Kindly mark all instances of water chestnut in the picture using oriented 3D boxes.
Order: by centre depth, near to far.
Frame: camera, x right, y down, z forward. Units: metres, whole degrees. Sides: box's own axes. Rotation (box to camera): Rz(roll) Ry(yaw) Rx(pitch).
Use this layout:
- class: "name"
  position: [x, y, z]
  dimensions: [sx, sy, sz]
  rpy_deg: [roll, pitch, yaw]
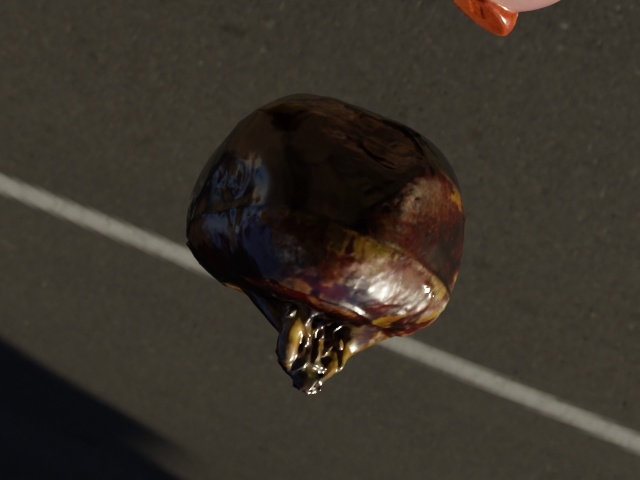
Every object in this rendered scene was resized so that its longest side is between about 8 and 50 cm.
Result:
- class: "water chestnut"
  position: [0.000, 0.000, 1.049]
  dimensions: [0.223, 0.238, 0.224]
  rpy_deg: [18, 172, 3]

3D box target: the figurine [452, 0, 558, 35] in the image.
- class: "figurine"
  position: [0.188, -0.300, 1.248]
  dimensions: [0.173, 0.173, 0.173]
  rpy_deg: [18, 149, 11]
